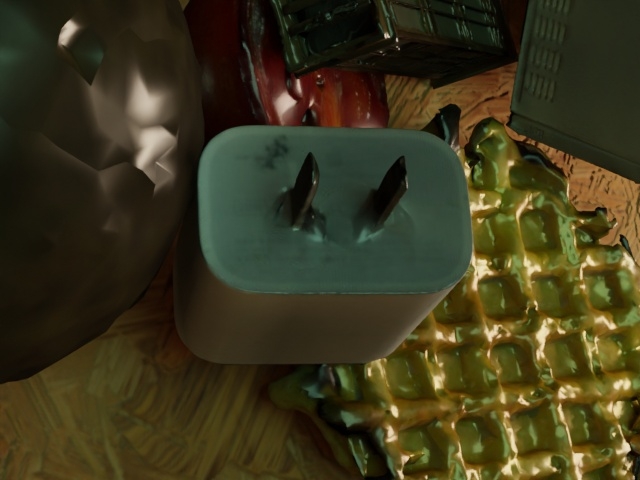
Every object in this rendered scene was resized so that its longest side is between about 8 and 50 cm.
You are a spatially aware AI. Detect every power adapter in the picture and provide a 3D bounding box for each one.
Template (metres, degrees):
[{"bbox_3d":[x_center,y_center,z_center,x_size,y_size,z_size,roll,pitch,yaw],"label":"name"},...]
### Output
[{"bbox_3d":[0.000,0.000,0.917,0.187,0.255,0.124,0,71,-12],"label":"power adapter"}]

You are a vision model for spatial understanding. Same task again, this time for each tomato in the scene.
[{"bbox_3d":[-0.050,-0.128,1.062,0.233,0.140,0.200,9,73,-63],"label":"tomato"}]

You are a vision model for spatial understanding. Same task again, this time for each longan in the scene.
[{"bbox_3d":[-0.260,-0.091,0.804,0.391,0.391,0.391,6,77,-27],"label":"longan"}]

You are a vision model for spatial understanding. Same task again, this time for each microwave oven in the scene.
[{"bbox_3d":[0.327,-0.206,1.198,0.295,0.181,0.237,-22,127,-41],"label":"microwave oven"}]

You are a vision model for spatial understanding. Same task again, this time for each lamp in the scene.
[{"bbox_3d":[0.068,-0.181,1.071,0.325,0.089,0.090,-9,83,-64],"label":"lamp"}]

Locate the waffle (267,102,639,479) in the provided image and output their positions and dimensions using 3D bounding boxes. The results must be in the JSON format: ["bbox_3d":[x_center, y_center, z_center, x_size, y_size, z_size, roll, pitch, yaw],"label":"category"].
[{"bbox_3d":[0.152,0.095,1.151,0.379,0.095,0.382,45,61,-10],"label":"waffle"}]

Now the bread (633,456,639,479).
[{"bbox_3d":[0.423,0.260,1.298,0.267,0.040,0.267,6,78,-27],"label":"bread"}]
